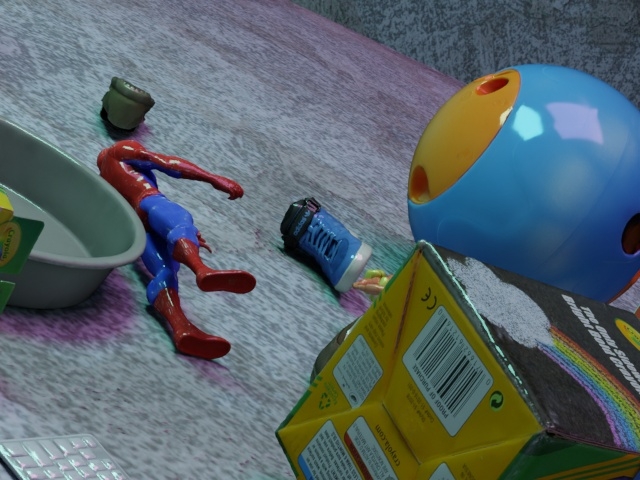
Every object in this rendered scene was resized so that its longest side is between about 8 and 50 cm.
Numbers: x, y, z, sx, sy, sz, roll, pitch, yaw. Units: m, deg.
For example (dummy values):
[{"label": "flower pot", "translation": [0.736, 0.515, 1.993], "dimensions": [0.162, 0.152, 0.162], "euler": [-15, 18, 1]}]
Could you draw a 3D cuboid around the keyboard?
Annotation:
[{"label": "keyboard", "translation": [-0.085, 0.183, 0.788], "dimensions": [0.072, 0.014, 0.256], "euler": [11, 23, -50]}]

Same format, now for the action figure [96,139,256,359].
[{"label": "action figure", "translation": [-0.105, -0.004, 1.232], "dimensions": [0.139, 0.091, 0.280], "euler": [10, 24, -35]}]

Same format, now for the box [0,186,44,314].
[{"label": "box", "translation": [-0.268, -0.003, 0.892], "dimensions": [0.179, 0.105, 0.043], "euler": [22, 17, -28]}]

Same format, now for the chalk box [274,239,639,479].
[{"label": "chalk box", "translation": [0.152, 0.150, 0.969], "dimensions": [0.289, 0.179, 0.180], "euler": [19, 27, -37]}]

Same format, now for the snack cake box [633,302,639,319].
[{"label": "snack cake box", "translation": [0.330, 0.159, 1.362], "dimensions": [0.089, 0.152, 0.264], "euler": [27, 15, -8]}]

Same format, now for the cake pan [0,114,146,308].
[{"label": "cake pan", "translation": [-0.273, -0.039, 1.106], "dimensions": [0.293, 0.054, 0.293], "euler": [27, 15, -8]}]

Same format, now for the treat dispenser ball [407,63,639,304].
[{"label": "treat dispenser ball", "translation": [0.238, -0.051, 1.626], "dimensions": [0.288, 0.288, 0.288], "euler": [27, 15, -8]}]

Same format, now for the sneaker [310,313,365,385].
[{"label": "sneaker", "translation": [0.036, 0.116, 1.119], "dimensions": [0.066, 0.071, 0.188], "euler": [23, 15, -22]}]

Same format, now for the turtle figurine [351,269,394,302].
[{"label": "turtle figurine", "translation": [0.150, 0.096, 1.372], "dimensions": [0.269, 0.087, 0.217], "euler": [20, 7, 0]}]

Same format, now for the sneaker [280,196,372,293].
[{"label": "sneaker", "translation": [-0.001, 0.001, 1.461], "dimensions": [0.084, 0.058, 0.152], "euler": [32, 10, -11]}]

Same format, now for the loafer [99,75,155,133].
[{"label": "loafer", "translation": [-0.213, -0.145, 1.590], "dimensions": [0.056, 0.050, 0.148], "euler": [31, -1, -4]}]
